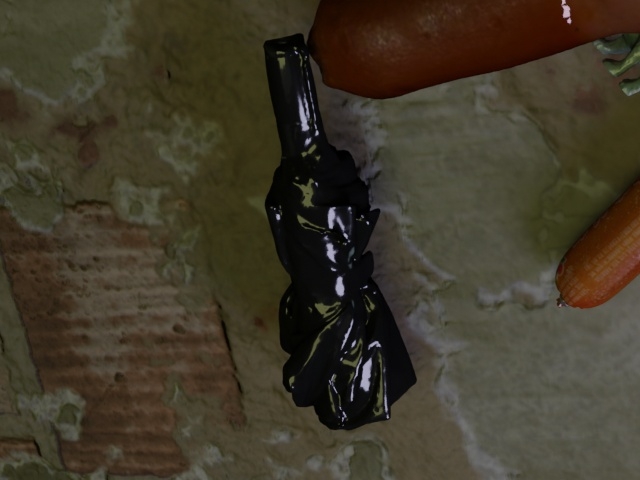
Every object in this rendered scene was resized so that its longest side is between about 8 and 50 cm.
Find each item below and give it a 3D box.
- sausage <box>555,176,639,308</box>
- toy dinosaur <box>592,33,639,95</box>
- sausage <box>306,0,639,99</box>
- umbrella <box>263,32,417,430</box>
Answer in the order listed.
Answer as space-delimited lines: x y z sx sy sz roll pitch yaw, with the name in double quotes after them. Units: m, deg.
0.281 -0.060 1.012 0.053 0.053 0.348 42 123 0 "sausage"
0.252 -0.111 0.975 0.082 0.039 0.209 -42 66 27 "toy dinosaur"
0.143 -0.175 0.981 0.348 0.094 0.097 -11 131 32 "sausage"
0.000 0.000 1.112 0.118 0.118 0.340 3 123 22 "umbrella"
